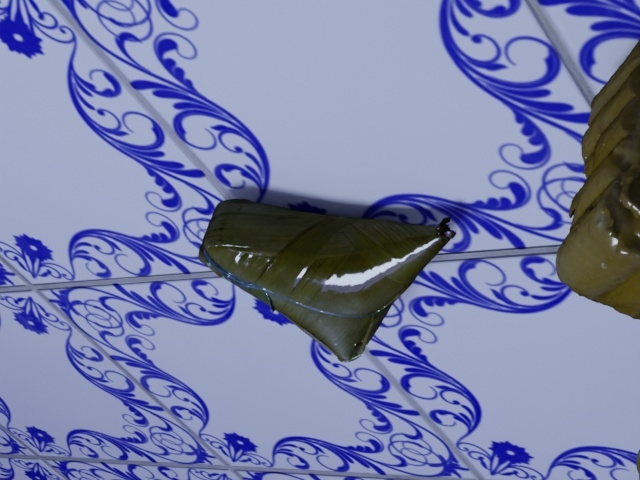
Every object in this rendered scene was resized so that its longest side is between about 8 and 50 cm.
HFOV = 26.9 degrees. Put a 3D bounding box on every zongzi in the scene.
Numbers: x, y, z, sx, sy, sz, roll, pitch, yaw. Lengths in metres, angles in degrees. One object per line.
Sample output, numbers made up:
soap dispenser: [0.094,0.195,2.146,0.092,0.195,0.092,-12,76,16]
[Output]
zongzi: [0.000,0.000,1.447,0.228,0.115,0.256,33,142,-5]

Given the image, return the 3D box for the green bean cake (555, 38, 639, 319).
green bean cake: [0.315,-0.030,1.071,0.230,0.224,0.131,25,149,-8]

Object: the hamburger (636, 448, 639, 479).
hamburger: [0.503,0.255,1.403,0.277,0.195,0.318,-5,141,42]
